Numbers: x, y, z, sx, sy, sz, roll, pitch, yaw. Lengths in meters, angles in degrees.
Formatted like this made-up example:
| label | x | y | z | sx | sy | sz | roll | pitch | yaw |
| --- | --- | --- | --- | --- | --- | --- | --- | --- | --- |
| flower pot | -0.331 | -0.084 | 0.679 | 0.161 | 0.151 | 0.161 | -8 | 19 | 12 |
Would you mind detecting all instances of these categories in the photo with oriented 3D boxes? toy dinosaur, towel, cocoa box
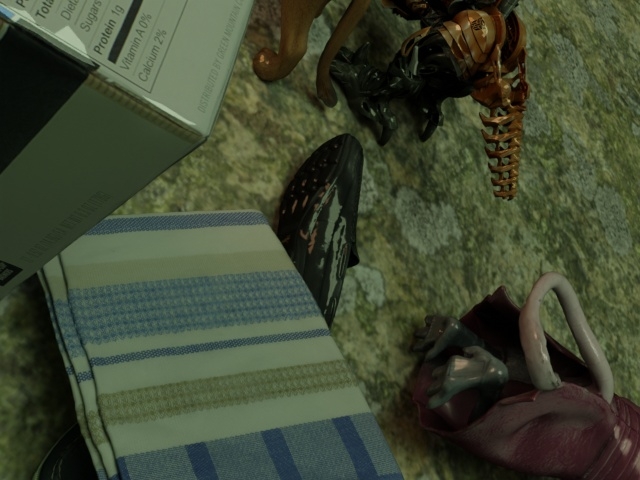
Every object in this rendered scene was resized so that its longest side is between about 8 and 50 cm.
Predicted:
| label | x | y | z | sx | sy | sz | roll | pitch | yaw |
| --- | --- | --- | --- | --- | --- | --- | --- | --- | --- |
| toy dinosaur | 0.134 | -0.204 | 0.943 | 0.164 | 0.218 | 0.321 | 18 | 60 | -35 |
| towel | -0.085 | 0.082 | 0.658 | 0.209 | 0.034 | 0.285 | -6 | 47 | -30 |
| cocoa box | -0.216 | -0.133 | 0.529 | 0.228 | 0.347 | 0.231 | 30 | 55 | -27 |

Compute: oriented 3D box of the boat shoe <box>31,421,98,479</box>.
| label | x | y | z | sx | sy | sz | roll | pitch | yaw |
| --- | --- | --- | --- | --- | --- | --- | --- | --- | --- |
| boat shoe | -0.096 | 0.136 | 0.685 | 0.255 | 0.079 | 0.095 | -16 | 69 | -44 |

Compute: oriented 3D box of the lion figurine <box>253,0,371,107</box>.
| label | x | y | z | sx | sy | sz | roll | pitch | yaw |
| --- | --- | --- | --- | --- | --- | --- | --- | --- | --- |
| lion figurine | -0.015 | -0.344 | 0.864 | 0.142 | 0.240 | 0.392 | -31 | 93 | -44 |

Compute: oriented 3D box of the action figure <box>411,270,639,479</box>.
| label | x | y | z | sx | sy | sz | roll | pitch | yaw |
| --- | --- | --- | --- | --- | --- | --- | --- | --- | --- |
| action figure | 0.269 | 0.181 | 0.871 | 0.370 | 0.275 | 0.248 | 34 | 45 | -7 |

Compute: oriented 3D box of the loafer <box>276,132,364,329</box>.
| label | x | y | z | sx | sy | sz | roll | pitch | yaw |
| --- | --- | --- | --- | --- | --- | --- | --- | --- | --- |
| loafer | 0.000 | 0.000 | 0.845 | 0.078 | 0.076 | 0.223 | 36 | 56 | -29 |
